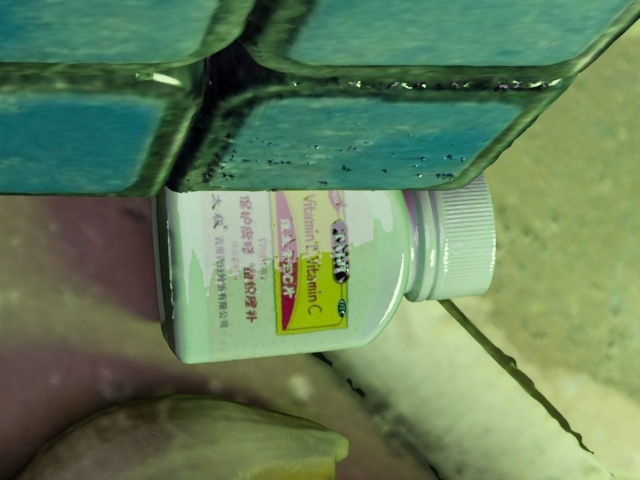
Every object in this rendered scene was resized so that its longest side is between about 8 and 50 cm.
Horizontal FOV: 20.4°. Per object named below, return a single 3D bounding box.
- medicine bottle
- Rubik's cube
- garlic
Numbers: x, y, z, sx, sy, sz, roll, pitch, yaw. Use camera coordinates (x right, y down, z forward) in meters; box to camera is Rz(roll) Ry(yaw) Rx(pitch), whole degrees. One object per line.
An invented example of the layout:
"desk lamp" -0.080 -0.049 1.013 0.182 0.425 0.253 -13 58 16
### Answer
"medicine bottle" 0.000 0.000 0.642 0.118 0.055 0.074 -4 100 -12
"Rubik's cube" -0.069 -0.192 0.412 0.305 0.301 0.304 -2 73 -16
"garlic" -0.080 0.131 0.636 0.101 0.087 0.196 34 90 -31
